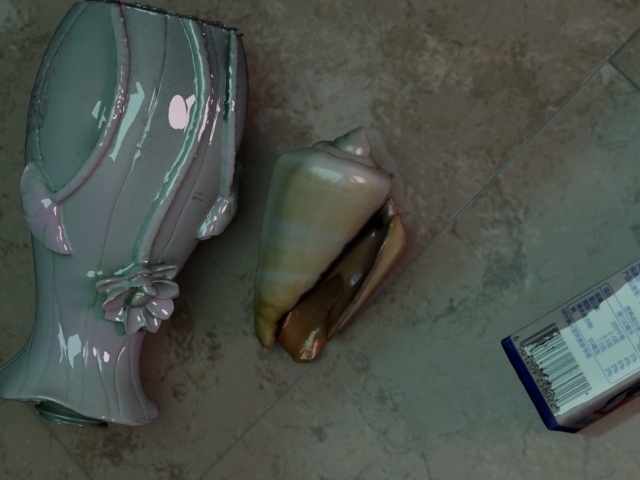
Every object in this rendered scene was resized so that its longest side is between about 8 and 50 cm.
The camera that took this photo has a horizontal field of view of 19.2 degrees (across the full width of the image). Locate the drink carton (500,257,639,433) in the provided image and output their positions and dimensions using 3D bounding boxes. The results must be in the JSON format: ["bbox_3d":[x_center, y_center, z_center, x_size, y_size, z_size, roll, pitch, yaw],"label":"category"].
[{"bbox_3d":[0.342,0.066,1.844,0.315,0.130,0.106,-33,75,13],"label":"drink carton"}]

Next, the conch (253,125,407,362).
[{"bbox_3d":[0.001,-0.006,1.995,0.158,0.127,0.255,25,116,-8],"label":"conch"}]

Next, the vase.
[{"bbox_3d":[-0.218,-0.025,2.008,0.250,0.250,0.445,13,92,20],"label":"vase"}]
